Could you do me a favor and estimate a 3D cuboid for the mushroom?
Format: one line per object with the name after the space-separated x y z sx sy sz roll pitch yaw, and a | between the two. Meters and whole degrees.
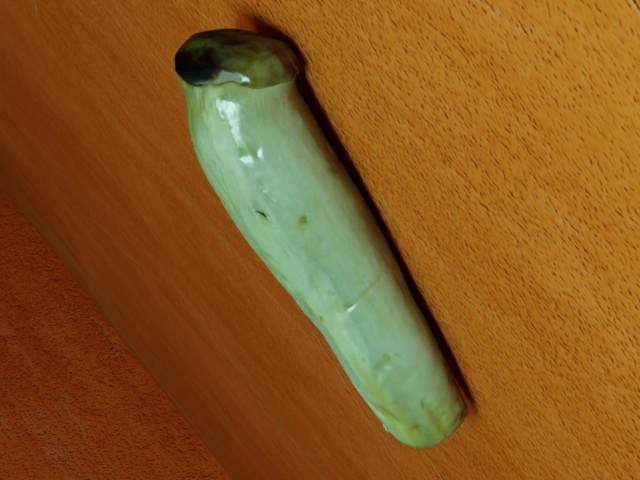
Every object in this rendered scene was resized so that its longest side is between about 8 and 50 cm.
-0.002 -0.001 1.183 0.333 0.087 0.107 60 166 -22 | mushroom
